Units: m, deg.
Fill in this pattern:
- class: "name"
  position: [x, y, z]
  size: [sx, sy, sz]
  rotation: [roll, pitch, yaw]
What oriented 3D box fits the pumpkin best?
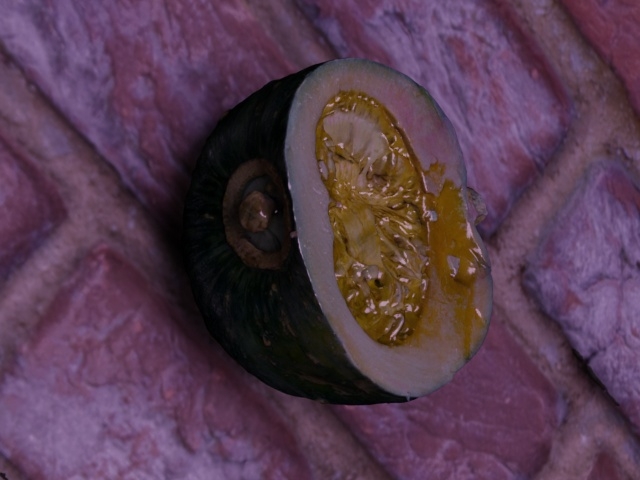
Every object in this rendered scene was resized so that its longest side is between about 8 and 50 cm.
- class: "pumpkin"
  position: [0.000, 0.000, 1.408]
  size: [0.263, 0.197, 0.292]
  rotation: [-9, 90, -47]
